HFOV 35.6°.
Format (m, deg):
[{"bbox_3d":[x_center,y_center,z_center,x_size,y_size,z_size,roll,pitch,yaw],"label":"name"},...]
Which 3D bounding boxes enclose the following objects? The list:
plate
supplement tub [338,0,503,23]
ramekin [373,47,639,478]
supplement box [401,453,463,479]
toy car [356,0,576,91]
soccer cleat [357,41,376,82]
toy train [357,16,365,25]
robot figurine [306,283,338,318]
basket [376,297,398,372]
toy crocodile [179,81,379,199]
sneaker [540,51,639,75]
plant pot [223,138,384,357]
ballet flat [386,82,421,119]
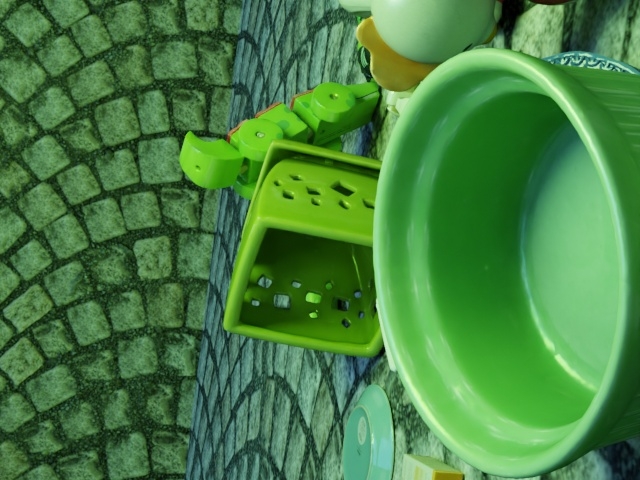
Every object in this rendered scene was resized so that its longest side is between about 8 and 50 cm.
[{"bbox_3d":[0.060,0.292,1.379,0.188,0.024,0.188,-173,90,-76],"label":"plate"},{"bbox_3d":[0.129,-0.379,1.116,0.191,0.191,0.272,-147,65,-73],"label":"supplement tub"},{"bbox_3d":[0.175,0.012,0.741,0.303,0.148,0.304,15,106,63],"label":"ramekin"},{"bbox_3d":[0.124,0.282,1.126,0.098,0.036,0.062,179,97,-74],"label":"supplement box"},{"bbox_3d":[0.137,-0.232,0.904,0.238,0.210,0.219,-59,13,19],"label":"toy car"},{"bbox_3d":[0.089,-0.267,1.479,0.179,0.060,0.072,-112,23,-73],"label":"soccer cleat"},{"bbox_3d":[0.067,-0.390,1.676,0.024,0.017,0.083,98,169,-47],"label":"toy train"},{"bbox_3d":[-0.005,0.117,1.609,0.101,0.067,0.115,-30,54,56],"label":"robot figurine"},{"bbox_3d":[0.137,0.053,1.055,0.113,0.103,0.167,-100,23,-47],"label":"basket"},{"bbox_3d":[-0.050,-0.161,1.476,0.105,0.340,0.115,47,149,24],"label":"toy crocodile"},{"bbox_3d":[0.222,-0.122,0.894,0.232,0.090,0.082,17,99,53],"label":"sneaker"},{"bbox_3d":[0.000,0.000,1.370,0.207,0.228,0.227,-90,16,-46],"label":"plant pot"},{"bbox_3d":[0.126,-0.172,1.247,0.241,0.077,0.091,-126,44,-69],"label":"ballet flat"}]
